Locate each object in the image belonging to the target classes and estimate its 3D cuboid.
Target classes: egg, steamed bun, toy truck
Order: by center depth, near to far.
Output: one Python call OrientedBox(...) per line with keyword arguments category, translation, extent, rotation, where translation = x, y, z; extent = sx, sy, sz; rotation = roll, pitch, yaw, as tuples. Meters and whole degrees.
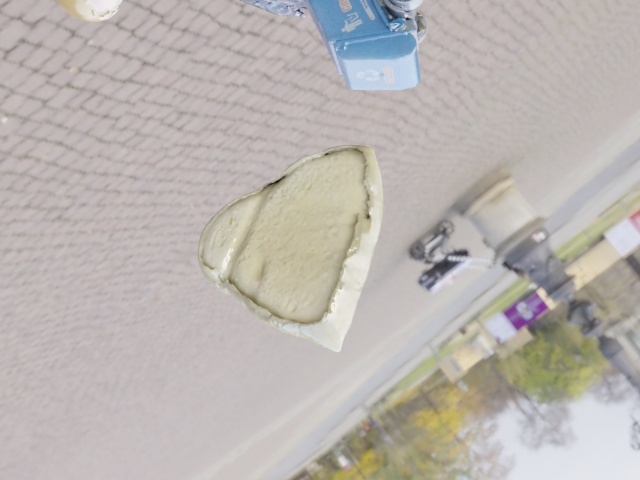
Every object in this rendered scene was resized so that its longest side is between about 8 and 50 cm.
OrientedBox(category="steamed bun", translation=(-0.027, 0.009, 1.021), extent=(0.110, 0.212, 0.231), rotation=(46, 56, -51))
OrientedBox(category="egg", translation=(-0.300, -0.323, 1.160), extent=(0.080, 0.096, 0.080), rotation=(-35, 144, -31))
OrientedBox(category="toy truck", translation=(0.057, -0.413, 1.454), extent=(0.175, 0.367, 0.146), rotation=(-24, 161, 1))

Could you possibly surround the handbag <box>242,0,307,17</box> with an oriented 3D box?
OrientedBox(category="handbag", translation=(-0.130, -0.583, 1.965), extent=(0.260, 0.113, 0.162), rotation=(12, 127, -28))
